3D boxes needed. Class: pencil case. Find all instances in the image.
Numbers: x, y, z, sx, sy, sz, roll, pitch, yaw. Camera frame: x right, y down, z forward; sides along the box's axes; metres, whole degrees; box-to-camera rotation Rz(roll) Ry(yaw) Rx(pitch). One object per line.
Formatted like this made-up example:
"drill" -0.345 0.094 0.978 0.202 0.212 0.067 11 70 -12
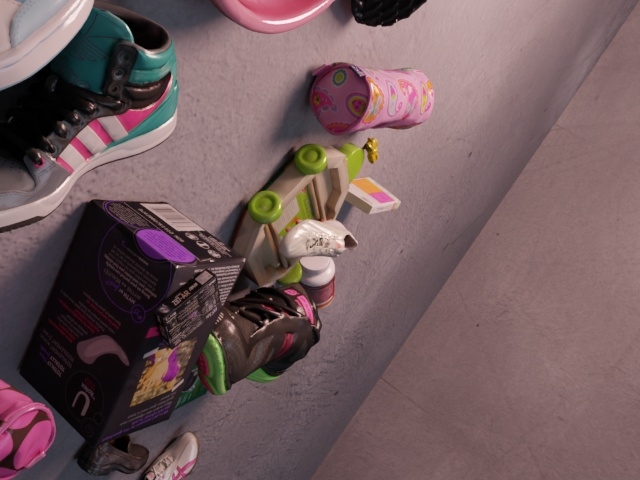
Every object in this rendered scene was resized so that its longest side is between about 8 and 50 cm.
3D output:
"pencil case" 0.094 -0.248 1.154 0.284 0.124 0.124 -17 136 -56
"pencil case" -0.362 0.165 0.672 0.095 0.209 0.098 -43 143 -42

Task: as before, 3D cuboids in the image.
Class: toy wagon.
"toy wagon" -0.020 -0.069 1.232 0.344 0.068 0.267 -49 157 -18

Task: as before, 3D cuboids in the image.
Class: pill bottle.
"pill bottle" -0.011 0.077 1.426 0.086 0.086 0.152 -44 156 -26

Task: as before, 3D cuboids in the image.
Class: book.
"book" 0.100 -0.093 1.401 0.144 0.096 0.035 -12 132 -59

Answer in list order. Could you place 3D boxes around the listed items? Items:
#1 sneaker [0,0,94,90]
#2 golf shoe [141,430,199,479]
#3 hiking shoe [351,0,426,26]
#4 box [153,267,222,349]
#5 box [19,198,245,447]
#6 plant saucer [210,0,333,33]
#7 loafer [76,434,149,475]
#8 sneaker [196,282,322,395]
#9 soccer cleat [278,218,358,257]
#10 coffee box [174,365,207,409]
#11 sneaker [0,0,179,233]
"sneaker" -0.295 -0.188 0.430 0.319 0.127 0.208 -43 156 -30
"golf shoe" -0.319 0.479 1.384 0.186 0.068 0.086 -57 156 3
"hiking shoe" 0.121 -0.437 0.946 0.304 0.113 0.132 121 -29 -58
"box" -0.155 0.081 0.790 0.083 0.018 0.067 -42 152 -30
"box" -0.246 0.100 0.873 0.143 0.165 0.270 -2 124 -62
"plant saucer" -0.034 -0.397 0.725 0.332 0.084 0.332 -43 154 -27
"loafer" -0.352 0.374 1.183 0.061 0.062 0.170 -60 159 -2
"sneaker" -0.113 0.140 1.149 0.202 0.185 0.483 -37 168 4
"soccer cleat" 0.000 0.000 1.173 0.196 0.076 0.068 -14 134 -59
"coffee box" -0.264 0.262 1.227 0.184 0.040 0.113 -17 137 -56
"sneaker" -0.237 -0.135 0.615 0.295 0.124 0.178 -45 162 -43
